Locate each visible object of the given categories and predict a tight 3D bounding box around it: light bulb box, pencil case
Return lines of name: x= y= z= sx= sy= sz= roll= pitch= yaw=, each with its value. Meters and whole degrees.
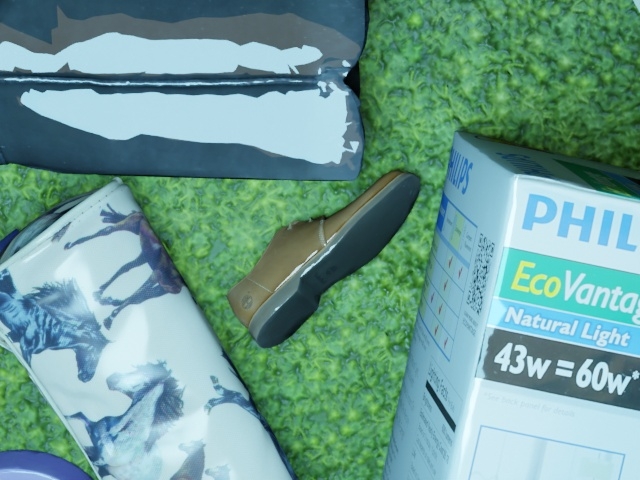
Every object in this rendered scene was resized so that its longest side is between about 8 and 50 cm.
light bulb box: x=0.203 y=0.117 z=1.643 sx=0.225 sy=0.358 sz=0.361 roll=11 pitch=98 yaw=-6
pencil case: x=-0.155 y=0.158 z=1.732 sx=0.183 sy=0.160 sz=0.410 roll=-31 pitch=97 yaw=1

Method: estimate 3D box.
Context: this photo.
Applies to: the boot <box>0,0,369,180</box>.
boot: x=-0.178 y=-0.229 z=1.685 sx=0.445 sy=0.146 sz=0.367 roll=3 pitch=107 yaw=1

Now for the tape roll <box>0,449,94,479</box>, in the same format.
tape roll: x=-0.281 y=0.294 z=1.786 sx=0.189 sy=0.080 sz=0.189 roll=0 pitch=97 yaw=-1

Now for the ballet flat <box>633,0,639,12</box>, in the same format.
ballet flat: x=0.303 y=-0.267 z=1.729 sx=0.077 sy=0.091 sz=0.241 roll=-22 pitch=97 yaw=-16

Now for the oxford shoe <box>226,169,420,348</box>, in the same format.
oxford shoe: x=0.000 y=0.000 z=1.768 sx=0.212 sy=0.076 sz=0.076 roll=-41 pitch=59 yaw=-6
